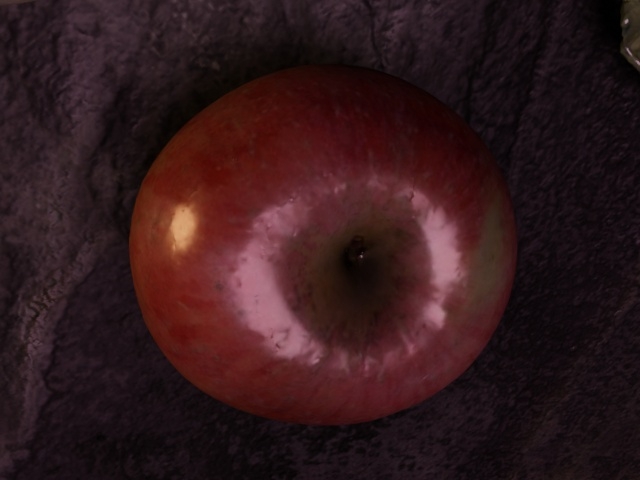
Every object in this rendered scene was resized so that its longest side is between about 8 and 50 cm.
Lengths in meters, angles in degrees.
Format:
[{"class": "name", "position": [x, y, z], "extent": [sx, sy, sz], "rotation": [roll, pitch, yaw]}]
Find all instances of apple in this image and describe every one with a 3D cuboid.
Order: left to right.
[{"class": "apple", "position": [0.000, 0.000, 0.700], "extent": [0.344, 0.269, 0.345], "rotation": [-4, 103, -20]}]

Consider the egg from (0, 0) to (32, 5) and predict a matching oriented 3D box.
[{"class": "egg", "position": [-0.209, -0.271, 0.499], "extent": [0.206, 0.162, 0.271], "rotation": [-40, 92, 27]}]

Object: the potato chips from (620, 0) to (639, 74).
[{"class": "potato chips", "position": [0.462, -0.290, 0.744], "extent": [0.389, 0.097, 0.373], "rotation": [-34, 128, 19]}]
